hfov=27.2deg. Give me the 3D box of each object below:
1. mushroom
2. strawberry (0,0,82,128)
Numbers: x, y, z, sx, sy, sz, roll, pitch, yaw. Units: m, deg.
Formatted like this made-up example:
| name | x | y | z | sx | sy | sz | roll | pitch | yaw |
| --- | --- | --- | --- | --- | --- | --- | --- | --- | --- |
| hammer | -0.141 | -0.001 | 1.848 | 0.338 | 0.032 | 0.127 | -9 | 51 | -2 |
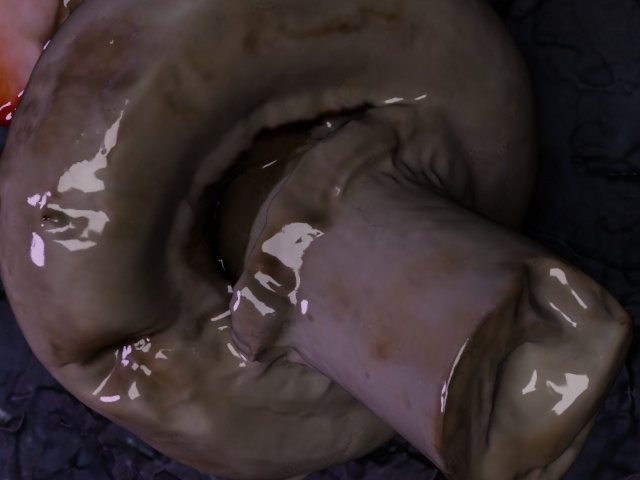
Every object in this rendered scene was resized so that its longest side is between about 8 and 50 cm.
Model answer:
| name | x | y | z | sx | sy | sz | roll | pitch | yaw |
| --- | --- | --- | --- | --- | --- | --- | --- | --- | --- |
| mushroom | 0.000 | 0.000 | 0.622 | 0.290 | 0.292 | 0.293 | 38 | 115 | 57 |
| strawberry | -0.152 | -0.174 | 0.775 | 0.236 | 0.111 | 0.190 | 52 | 123 | 30 |
